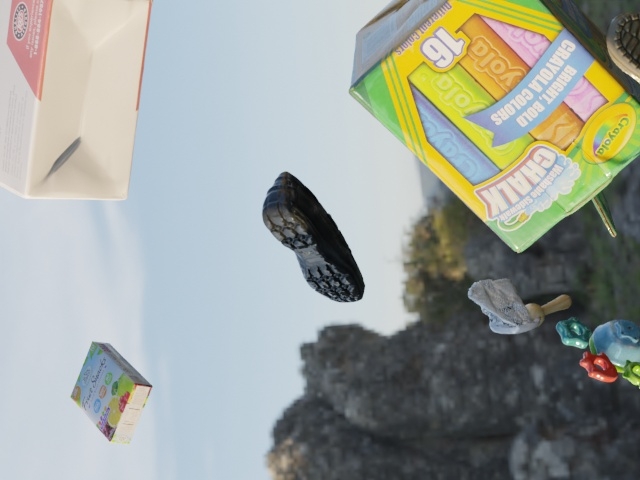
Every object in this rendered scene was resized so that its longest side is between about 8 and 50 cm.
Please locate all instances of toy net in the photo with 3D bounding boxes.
[{"bbox_3d":[0.276,0.113,1.400,0.122,0.232,0.045,-78,6,-48],"label":"toy net"}]

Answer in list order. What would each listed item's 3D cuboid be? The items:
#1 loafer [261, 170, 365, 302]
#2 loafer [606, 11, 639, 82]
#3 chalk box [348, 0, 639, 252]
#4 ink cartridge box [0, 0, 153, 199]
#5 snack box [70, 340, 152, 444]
[{"bbox_3d":[0.000,0.000,1.534,0.223,0.076,0.078,53,-140,-42],"label":"loafer"},{"bbox_3d":[0.288,-0.134,0.963,0.056,0.148,0.050,-66,11,-8],"label":"loafer"},{"bbox_3d":[0.191,-0.127,1.115,0.289,0.179,0.180,41,-158,-16],"label":"chalk box"},{"bbox_3d":[-0.182,-0.103,0.700,0.067,0.198,0.115,-2,-72,-41],"label":"ink cartridge box"},{"bbox_3d":[-0.315,0.227,1.800,0.141,0.037,0.100,35,104,46],"label":"snack box"}]
